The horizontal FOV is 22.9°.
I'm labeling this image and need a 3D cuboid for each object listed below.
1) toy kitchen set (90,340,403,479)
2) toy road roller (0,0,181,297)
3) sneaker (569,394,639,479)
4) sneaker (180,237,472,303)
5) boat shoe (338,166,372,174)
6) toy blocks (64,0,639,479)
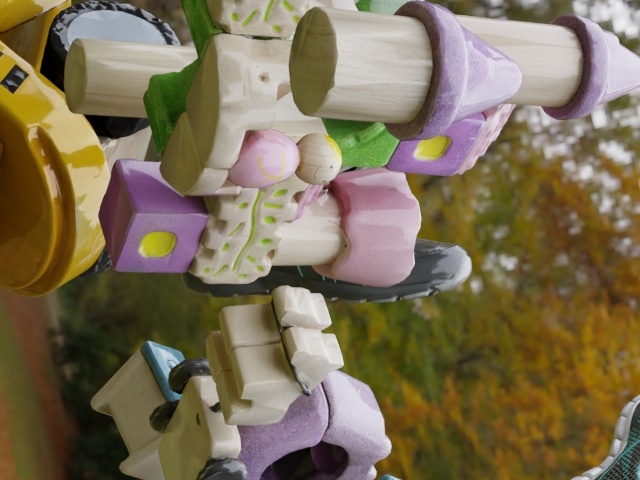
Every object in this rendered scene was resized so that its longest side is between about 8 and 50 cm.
[{"bbox_3d":[-0.036,0.160,1.141,0.207,0.122,0.166,31,24,-55],"label":"toy kitchen set"},{"bbox_3d":[-0.275,-0.096,1.103,0.329,0.240,0.202,38,-46,16],"label":"toy road roller"},{"bbox_3d":[0.222,0.145,1.020,0.076,0.166,0.065,-27,-78,46],"label":"sneaker"},{"bbox_3d":[0.000,0.000,1.385,0.101,0.267,0.106,-9,101,-72],"label":"sneaker"},{"bbox_3d":[0.022,-0.074,1.058,0.095,0.254,0.079,-26,-97,38],"label":"boat shoe"},{"bbox_3d":[0.052,-0.065,0.767,0.289,0.260,0.309,-62,-144,41],"label":"toy blocks"}]
